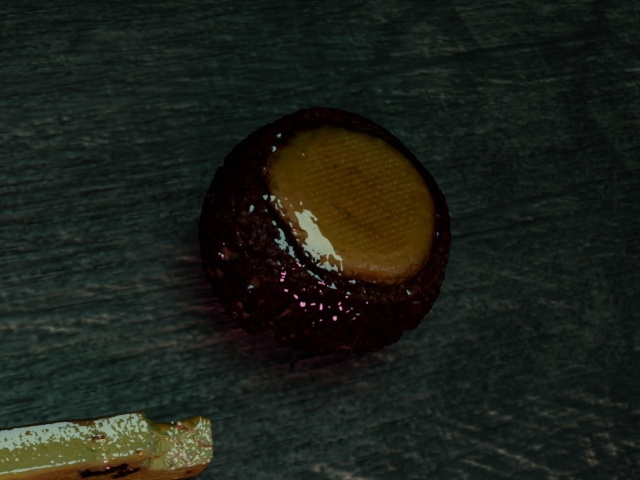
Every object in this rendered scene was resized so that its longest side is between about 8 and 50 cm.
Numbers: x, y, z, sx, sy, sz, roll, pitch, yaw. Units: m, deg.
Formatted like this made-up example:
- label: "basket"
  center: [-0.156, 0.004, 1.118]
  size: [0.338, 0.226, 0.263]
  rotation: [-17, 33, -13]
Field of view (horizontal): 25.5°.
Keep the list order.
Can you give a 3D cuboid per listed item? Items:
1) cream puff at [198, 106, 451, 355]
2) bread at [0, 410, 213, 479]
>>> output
- label: "cream puff"
  center: [0.000, 0.000, 1.317]
  size: [0.239, 0.165, 0.239]
  rotation: [14, 54, -20]
- label: "bread"
  center: [-0.194, 0.181, 1.175]
  size: [0.226, 0.088, 0.049]
  rotation: [-6, 61, -24]
